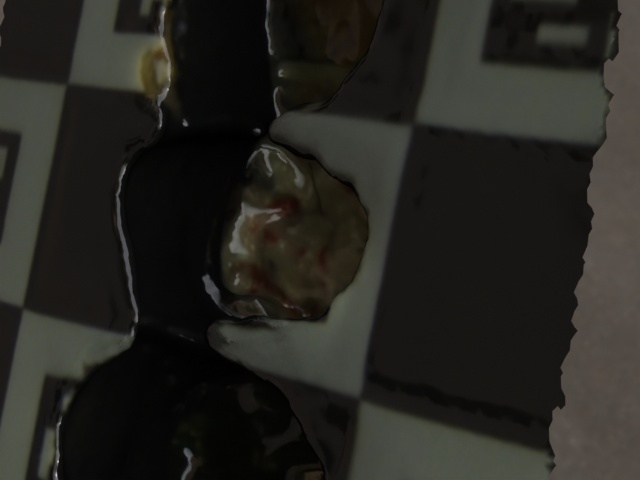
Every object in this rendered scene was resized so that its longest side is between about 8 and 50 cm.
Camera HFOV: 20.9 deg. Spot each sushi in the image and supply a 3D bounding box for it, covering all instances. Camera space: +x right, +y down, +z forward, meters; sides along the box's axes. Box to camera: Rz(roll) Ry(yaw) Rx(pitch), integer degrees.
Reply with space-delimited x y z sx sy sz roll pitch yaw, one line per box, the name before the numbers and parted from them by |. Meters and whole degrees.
sushi | 0.000 0.000 0.610 0.100 0.296 0.373 12 87 -46
